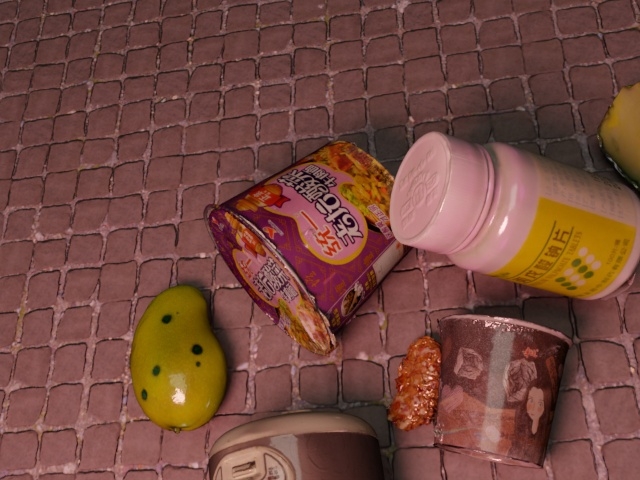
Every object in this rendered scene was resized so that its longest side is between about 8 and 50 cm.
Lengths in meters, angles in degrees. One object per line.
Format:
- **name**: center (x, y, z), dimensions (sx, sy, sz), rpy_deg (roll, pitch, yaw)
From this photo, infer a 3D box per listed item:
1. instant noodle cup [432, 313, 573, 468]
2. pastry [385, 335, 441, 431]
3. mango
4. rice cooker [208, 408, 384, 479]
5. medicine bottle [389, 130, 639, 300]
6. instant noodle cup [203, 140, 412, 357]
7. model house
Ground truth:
- **instant noodle cup**: center (0.278, 0.242, 1.146), dimensions (0.218, 0.217, 0.207), rpy_deg (7, 73, 16)
- **pastry**: center (0.176, 0.252, 1.241), dimensions (0.087, 0.063, 0.169), rpy_deg (0, 63, 47)
- **mango**: center (-0.261, 0.209, 1.320), dimensions (0.175, 0.143, 0.293), rpy_deg (-16, 53, 3)
- **rice cooker**: center (-0.033, 0.417, 1.089), dimensions (0.289, 0.288, 0.276), rpy_deg (-11, 63, 8)
- **medicine bottle**: center (0.321, -0.039, 1.175), dimensions (0.379, 0.213, 0.213), rpy_deg (14, 63, -20)
- **instant noodle cup**: center (0.000, 0.000, 1.281), dimensions (0.266, 0.339, 0.340), rpy_deg (-38, 62, -19)
- **model house**: center (0.660, -0.202, 1.333), dimensions (0.212, 0.170, 0.194), rpy_deg (-17, 50, -28)
